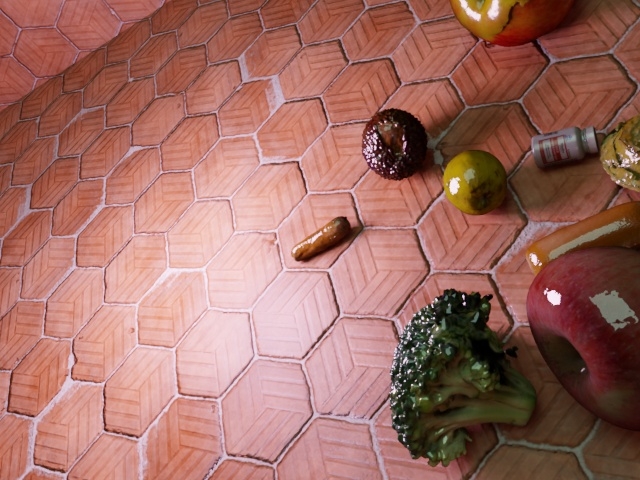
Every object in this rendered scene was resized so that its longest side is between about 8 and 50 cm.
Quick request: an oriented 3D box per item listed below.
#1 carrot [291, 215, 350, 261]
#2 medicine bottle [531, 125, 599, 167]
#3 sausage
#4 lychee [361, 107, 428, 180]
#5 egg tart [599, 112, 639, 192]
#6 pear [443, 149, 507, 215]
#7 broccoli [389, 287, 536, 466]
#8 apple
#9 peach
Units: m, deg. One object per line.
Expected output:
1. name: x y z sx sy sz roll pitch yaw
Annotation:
1. carrot: 0.000 0.000 1.879 0.186 0.060 0.060 -34 46 15
2. medicine bottle: 0.570 -0.220 1.648 0.140 0.079 0.079 -11 53 27
3. sausage: 0.568 0.003 1.473 0.274 0.105 0.105 -25 48 16
4. lychee: 0.192 -0.257 1.861 0.188 0.188 0.188 -17 50 22
5. egg tart: 0.722 -0.208 1.526 0.241 0.106 0.241 -17 47 19
6. pear: 0.367 -0.138 1.676 0.149 0.149 0.162 -26 44 15
7. broccoli: 0.277 0.270 1.370 0.281 0.293 0.347 16 75 -1
8. apple: 0.543 0.156 1.236 0.269 0.344 0.344 -26 45 -10
9. peach: 0.526 -0.693 1.866 0.370 0.370 0.370 -17 50 22
